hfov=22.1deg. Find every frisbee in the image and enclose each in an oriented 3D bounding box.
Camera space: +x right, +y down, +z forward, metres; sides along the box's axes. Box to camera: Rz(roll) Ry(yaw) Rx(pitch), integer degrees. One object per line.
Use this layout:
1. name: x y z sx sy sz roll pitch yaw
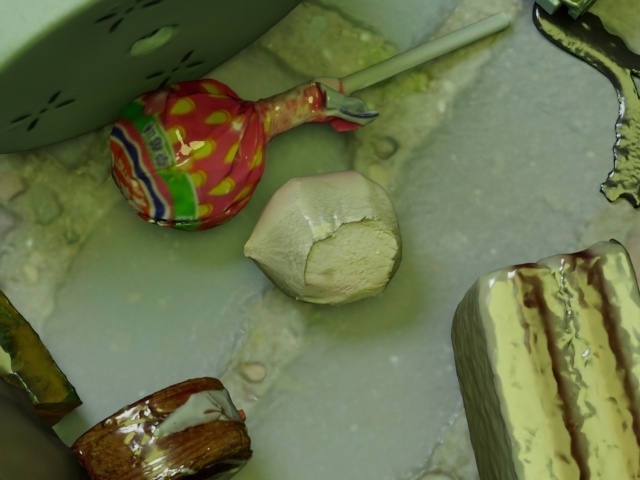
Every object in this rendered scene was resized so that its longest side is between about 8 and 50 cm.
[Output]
1. frisbee: 0.277 -0.119 1.394 0.211 0.012 0.187 7 81 -4

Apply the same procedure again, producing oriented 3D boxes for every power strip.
1. power strip: -0.167 -0.208 1.222 0.357 0.357 0.161 -29 83 -8

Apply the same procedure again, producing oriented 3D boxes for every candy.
1. candy: 0.196 0.175 1.256 0.135 0.179 0.321 -13 82 -7
2. candy: -0.001 -0.116 1.342 0.365 0.124 0.124 -23 83 -19

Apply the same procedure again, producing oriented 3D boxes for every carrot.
1. carrot: -0.267 0.082 1.289 0.082 0.082 0.173 -38 84 -9

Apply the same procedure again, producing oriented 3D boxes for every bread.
1. bread: -0.128 0.169 1.246 0.160 0.160 0.073 -32 76 -8

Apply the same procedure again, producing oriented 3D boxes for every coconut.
1. coconut: 0.000 0.000 1.306 0.124 0.110 0.110 -14 82 -9

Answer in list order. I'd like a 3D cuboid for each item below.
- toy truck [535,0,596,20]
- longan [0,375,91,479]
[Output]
1. toy truck: 0.245 -0.276 1.358 0.191 0.116 0.085 -43 85 -14
2. longan: -0.336 0.275 1.077 0.404 0.404 0.436 17 103 -1
